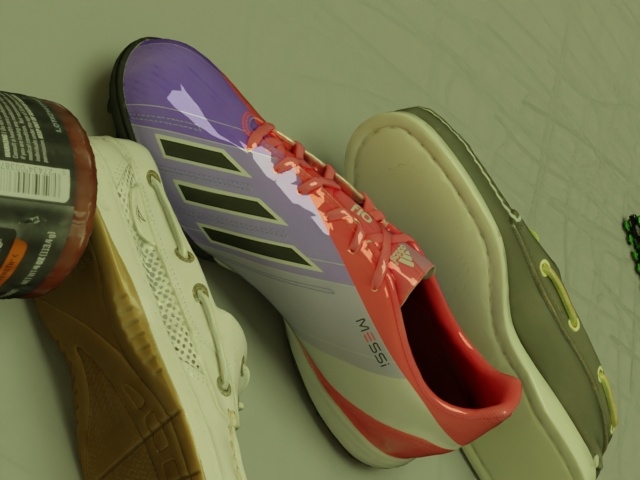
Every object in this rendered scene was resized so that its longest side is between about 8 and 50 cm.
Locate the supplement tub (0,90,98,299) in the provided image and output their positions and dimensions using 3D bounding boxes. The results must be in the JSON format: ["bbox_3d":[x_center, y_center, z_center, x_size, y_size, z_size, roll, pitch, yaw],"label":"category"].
[{"bbox_3d":[-0.210,-0.028,0.715,0.198,0.106,0.106,6,69,-44],"label":"supplement tub"}]

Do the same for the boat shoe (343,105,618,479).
[{"bbox_3d":[0.111,0.040,1.030,0.091,0.109,0.305,-43,112,-47],"label":"boat shoe"}]

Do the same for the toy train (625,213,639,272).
[{"bbox_3d":[0.274,0.018,1.277,0.024,0.017,0.083,-1,75,-57],"label":"toy train"}]

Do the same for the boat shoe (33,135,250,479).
[{"bbox_3d":[-0.078,0.069,0.819,0.096,0.098,0.277,-12,81,-48],"label":"boat shoe"}]

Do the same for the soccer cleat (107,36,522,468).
[{"bbox_3d":[0.000,0.000,0.916,0.318,0.116,0.108,55,43,-16],"label":"soccer cleat"}]
